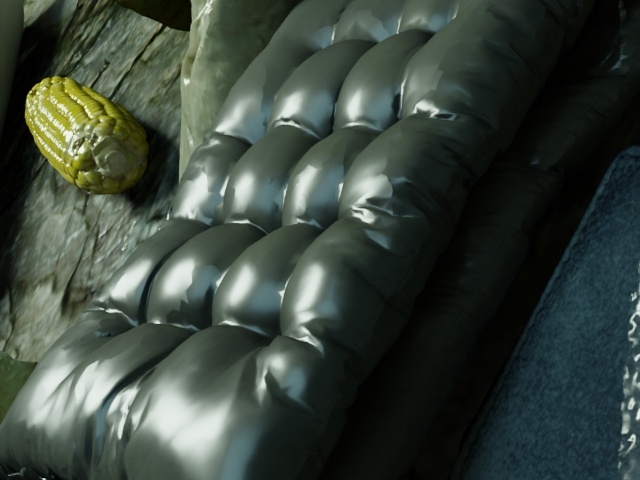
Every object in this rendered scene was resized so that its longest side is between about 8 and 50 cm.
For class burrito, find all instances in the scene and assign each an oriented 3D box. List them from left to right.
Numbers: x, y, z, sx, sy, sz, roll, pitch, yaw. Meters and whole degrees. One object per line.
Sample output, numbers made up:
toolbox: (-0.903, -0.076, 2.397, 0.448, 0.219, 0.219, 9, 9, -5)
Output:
burrito: (-0.044, -0.177, 0.758, 0.117, 0.076, 0.392, -135, 44, -62)

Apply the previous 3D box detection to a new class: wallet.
wallet: (0.140, 0.060, 0.477, 0.222, 0.036, 0.167, 27, 89, 58)

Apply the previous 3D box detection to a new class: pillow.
pillow: (0.000, 0.000, 0.626, 0.228, 0.101, 0.326, 2, 57, 55)

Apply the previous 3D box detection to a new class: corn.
corn: (-0.177, -0.081, 1.030, 0.067, 0.067, 0.206, -61, 29, 4)

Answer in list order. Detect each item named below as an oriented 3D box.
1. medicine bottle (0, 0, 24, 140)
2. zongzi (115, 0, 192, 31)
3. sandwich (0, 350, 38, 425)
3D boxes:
medicine bottle: (-0.388, -0.090, 1.217, 0.211, 0.211, 0.371, -34, 40, 39)
zongzi: (-0.023, -0.215, 0.848, 0.286, 0.138, 0.300, -54, 36, 21)
sandwich: (-0.281, 0.192, 0.952, 0.258, 0.094, 0.096, -61, 26, 5)
